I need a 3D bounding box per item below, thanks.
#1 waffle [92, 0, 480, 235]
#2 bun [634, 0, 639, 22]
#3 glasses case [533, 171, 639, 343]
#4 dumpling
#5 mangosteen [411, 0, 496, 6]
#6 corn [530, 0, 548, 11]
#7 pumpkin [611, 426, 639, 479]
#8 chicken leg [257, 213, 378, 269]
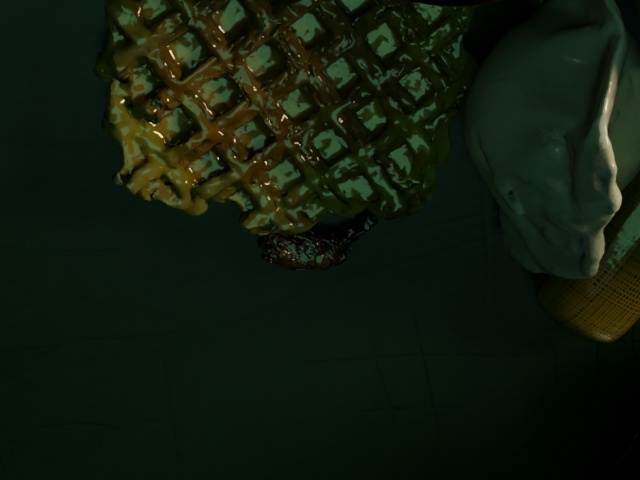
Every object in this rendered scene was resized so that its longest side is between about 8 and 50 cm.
[{"bbox_3d":[-0.019,-0.120,1.205,0.254,0.052,0.245,4,109,-5],"label":"waffle"},{"bbox_3d":[0.356,-0.175,1.113,0.361,0.213,0.361,-2,114,-4],"label":"bun"},{"bbox_3d":[0.230,-0.033,1.240,0.079,0.064,0.234,30,106,-20],"label":"glasses case"},{"bbox_3d":[0.157,-0.061,1.169,0.124,0.151,0.229,-4,133,-12],"label":"dumpling"},{"bbox_3d":[0.062,-0.273,1.064,0.233,0.287,0.287,-8,114,-30],"label":"mangosteen"},{"bbox_3d":[0.143,-0.175,1.198,0.037,0.037,0.092,-24,113,7],"label":"corn"},{"bbox_3d":[0.329,0.206,1.229,0.327,0.257,0.291,-45,120,13],"label":"pumpkin"},{"bbox_3d":[-0.001,0.002,1.267,0.083,0.021,0.036,-5,101,-1],"label":"chicken leg"}]
